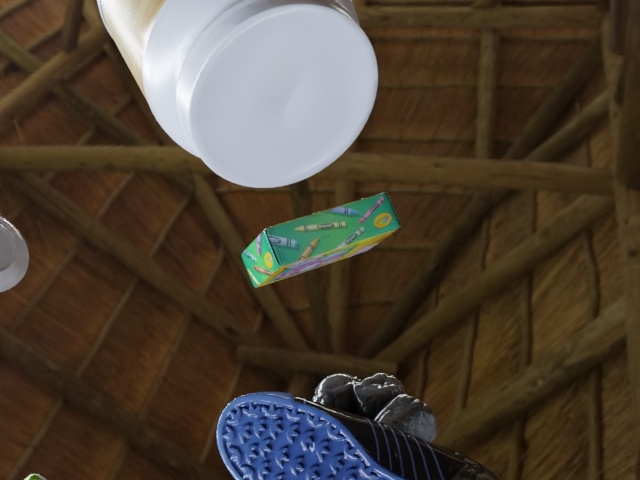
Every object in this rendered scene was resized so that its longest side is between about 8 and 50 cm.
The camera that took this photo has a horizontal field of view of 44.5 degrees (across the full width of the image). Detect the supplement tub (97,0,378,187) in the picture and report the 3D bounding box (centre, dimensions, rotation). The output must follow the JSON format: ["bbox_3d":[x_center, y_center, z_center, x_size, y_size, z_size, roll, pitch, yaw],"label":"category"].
[{"bbox_3d":[-0.060,-0.141,0.527,0.144,0.144,0.200,-18,-135,-17],"label":"supplement tub"}]

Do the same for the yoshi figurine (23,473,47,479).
[{"bbox_3d":[-0.328,0.318,0.633,0.203,0.362,0.203,-28,-117,27],"label":"yoshi figurine"}]

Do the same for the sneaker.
[{"bbox_3d":[0.040,0.171,0.556,0.232,0.081,0.090,24,180,8],"label":"sneaker"}]

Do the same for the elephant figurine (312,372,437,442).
[{"bbox_3d":[0.051,0.264,0.760,0.186,0.239,0.169,-25,-154,-29],"label":"elephant figurine"}]

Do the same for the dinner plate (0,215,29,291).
[{"bbox_3d":[-0.496,0.011,1.151,0.017,0.141,0.141,-37,-166,37],"label":"dinner plate"}]

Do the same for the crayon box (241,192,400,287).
[{"bbox_3d":[0.000,0.000,1.558,0.278,0.081,0.165,-17,170,-26],"label":"crayon box"}]
